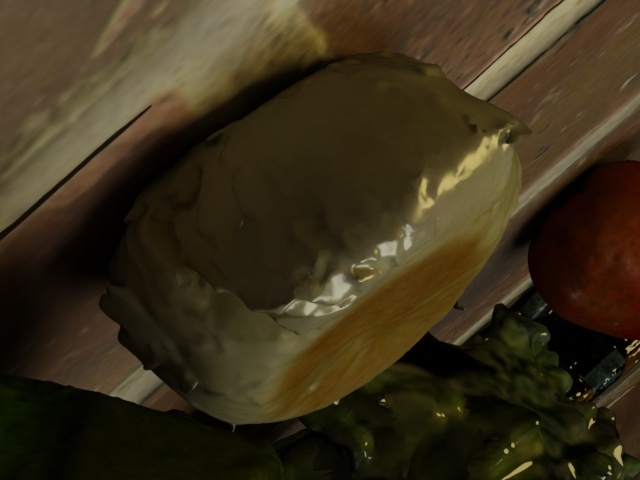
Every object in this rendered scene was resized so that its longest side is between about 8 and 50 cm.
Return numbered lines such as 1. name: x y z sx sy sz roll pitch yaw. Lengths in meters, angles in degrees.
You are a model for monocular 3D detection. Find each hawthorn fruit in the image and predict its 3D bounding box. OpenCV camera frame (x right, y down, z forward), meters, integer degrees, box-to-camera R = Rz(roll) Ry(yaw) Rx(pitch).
1. hawthorn fruit: 0.211 0.007 1.007 0.125 0.140 0.125 -42 140 -50

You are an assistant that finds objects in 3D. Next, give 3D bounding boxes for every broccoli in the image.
1. broccoli: 0.010 0.170 0.828 0.281 0.348 0.293 6 97 -28

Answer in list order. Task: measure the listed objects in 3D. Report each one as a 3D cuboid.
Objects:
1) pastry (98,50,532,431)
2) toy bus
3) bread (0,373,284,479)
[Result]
1. pastry: 0.000 0.000 0.544 0.166 0.088 0.166 -38 164 -13
2. toy bus: 0.226 0.069 1.249 0.201 0.098 0.114 -38 164 -15
3. bread: -0.123 0.224 0.492 0.382 0.129 0.366 141 -32 -78
